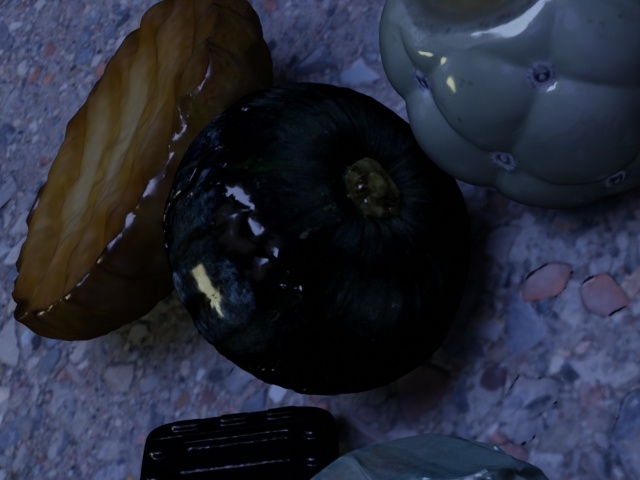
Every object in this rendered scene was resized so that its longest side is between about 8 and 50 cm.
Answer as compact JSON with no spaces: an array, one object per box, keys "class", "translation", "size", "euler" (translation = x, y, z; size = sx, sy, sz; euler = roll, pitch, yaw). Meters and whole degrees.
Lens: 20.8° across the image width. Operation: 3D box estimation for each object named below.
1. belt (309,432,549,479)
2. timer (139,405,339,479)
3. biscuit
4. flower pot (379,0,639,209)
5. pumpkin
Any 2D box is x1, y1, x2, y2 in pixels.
[{"class":"belt","translation":[0.057,0.242,1.055],"size":[0.150,0.207,0.258],"euler":[19,86,43]},{"class":"timer","translation":[-0.056,0.186,1.230],"size":[0.144,0.055,0.187],"euler":[-8,26,3]},{"class":"biscuit","translation":[-0.141,-0.059,1.439],"size":[0.326,0.107,0.326],"euler":[-45,26,29]},{"class":"flower pot","translation":[0.159,-0.147,1.204],"size":[0.246,0.195,0.246],"euler":[-20,51,27]},{"class":"pumpkin","translation":[0.000,0.000,1.241],"size":[0.163,0.233,0.233],"euler":[-41,42,40]}]
